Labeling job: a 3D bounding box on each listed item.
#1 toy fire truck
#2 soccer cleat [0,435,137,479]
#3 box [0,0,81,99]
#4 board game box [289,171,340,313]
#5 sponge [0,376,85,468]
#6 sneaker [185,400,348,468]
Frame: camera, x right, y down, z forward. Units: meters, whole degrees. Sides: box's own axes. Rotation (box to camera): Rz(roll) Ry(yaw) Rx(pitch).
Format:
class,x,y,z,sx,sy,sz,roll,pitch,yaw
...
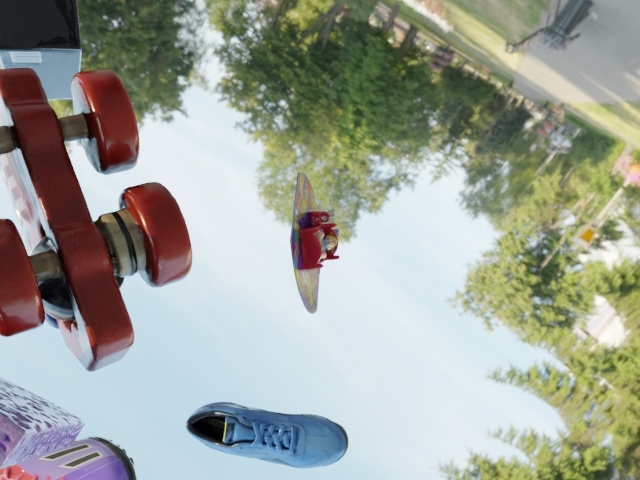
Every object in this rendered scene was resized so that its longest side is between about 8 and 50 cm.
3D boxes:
class,x,y,z,sx,sy,sz,roll,pitch,yaw
toy fire truck,-0.267,-0.012,0.584,0.170,0.254,0.302,-20,-100,-30
soccer cleat,-0.381,0.317,0.769,0.319,0.108,0.116,0,178,31
box,-0.399,-0.319,0.807,0.103,0.184,0.261,-9,-177,-24
board game box,0.000,0.000,0.676,0.033,0.133,0.168,-5,-130,11
sponge,-0.269,0.136,0.467,0.117,0.031,0.210,29,160,-2
sneaker,-0.072,0.250,0.726,0.210,0.069,0.082,5,169,17
